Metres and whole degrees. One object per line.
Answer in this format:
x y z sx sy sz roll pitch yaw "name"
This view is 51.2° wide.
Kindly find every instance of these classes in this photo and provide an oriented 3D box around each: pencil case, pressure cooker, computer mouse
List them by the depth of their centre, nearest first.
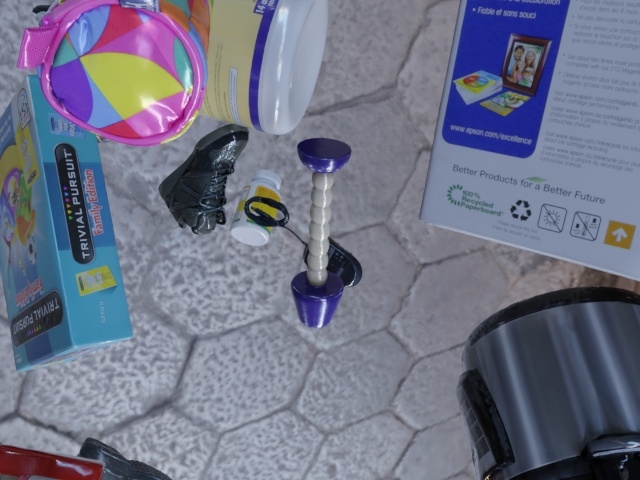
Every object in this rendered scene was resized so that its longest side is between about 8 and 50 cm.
-0.119 -0.165 0.443 0.105 0.236 0.104 -3 133 -3 "pencil case"
0.443 0.329 1.097 0.370 0.420 0.375 18 139 -30 "pressure cooker"
-0.029 -0.001 1.151 0.071 0.242 0.041 -56 170 21 "computer mouse"

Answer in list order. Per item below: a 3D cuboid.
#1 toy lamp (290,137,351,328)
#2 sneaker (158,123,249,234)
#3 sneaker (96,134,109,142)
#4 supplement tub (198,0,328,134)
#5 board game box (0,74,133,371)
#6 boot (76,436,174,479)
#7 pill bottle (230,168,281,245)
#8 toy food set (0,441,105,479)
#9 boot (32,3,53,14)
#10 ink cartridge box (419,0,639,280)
0.000 0.000 0.919 0.080 0.080 0.274 -12 125 -24 "toy lamp"
-0.178 -0.093 1.123 0.227 0.130 0.087 -39 160 32 "sneaker"
-0.485 -0.213 1.319 0.178 0.077 0.072 -30 159 -23 "sneaker"
-0.174 -0.310 1.002 0.332 0.241 0.241 16 122 7 "supplement tub"
-0.362 -0.010 0.892 0.079 0.335 0.254 -6 168 -39 "board game box"
-0.331 0.439 1.085 0.246 0.083 0.161 40 72 -29 "boot"
-0.182 -0.100 1.958 0.117 0.118 0.208 43 52 -44 "pill bottle"
-0.245 0.230 0.545 0.105 0.232 0.111 15 76 -10 "toy food set"
-0.525 -0.493 1.370 0.099 0.121 0.045 -70 162 4 "boot"
0.191 -0.171 0.474 0.069 0.176 0.370 -18 120 -55 "ink cartridge box"
